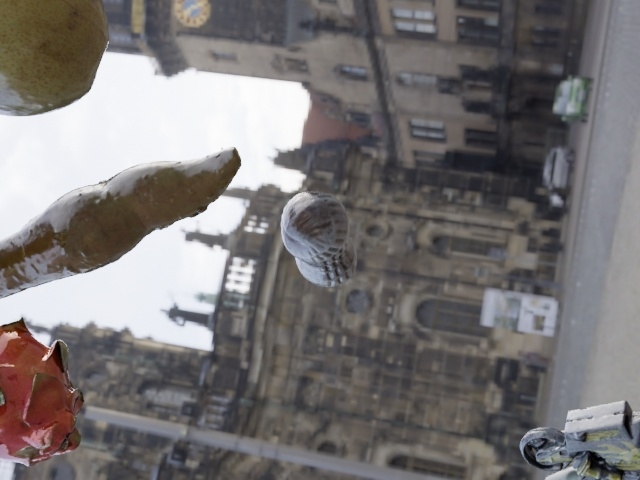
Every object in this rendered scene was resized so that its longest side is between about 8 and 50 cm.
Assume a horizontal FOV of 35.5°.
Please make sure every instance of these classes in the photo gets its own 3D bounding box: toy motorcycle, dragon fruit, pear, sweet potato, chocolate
[{"bbox_3d":[0.294,0.209,0.960,0.124,0.193,0.061,53,-144,-19],"label":"toy motorcycle"},{"bbox_3d":[-0.491,0.260,1.625,0.227,0.224,0.224,62,-175,14],"label":"dragon fruit"},{"bbox_3d":[-0.363,-0.242,1.176,0.211,0.228,0.188,21,-116,-35],"label":"pear"},{"bbox_3d":[-0.182,-0.006,0.745,0.067,0.273,0.067,-23,-90,-86],"label":"sweet potato"},{"bbox_3d":[0.000,0.000,1.050,0.167,0.072,0.072,68,-147,-64],"label":"chocolate"}]
